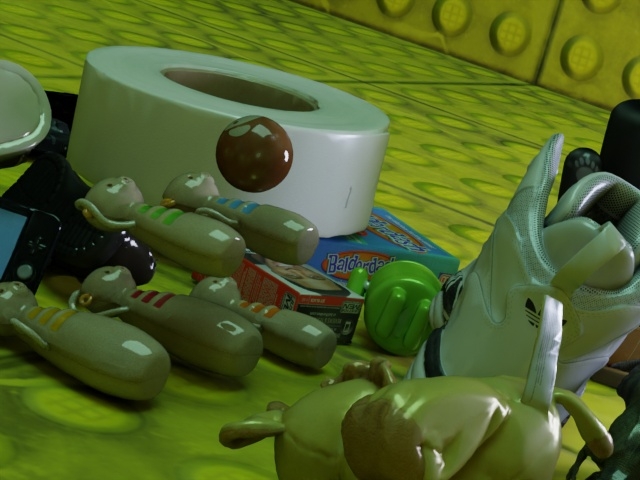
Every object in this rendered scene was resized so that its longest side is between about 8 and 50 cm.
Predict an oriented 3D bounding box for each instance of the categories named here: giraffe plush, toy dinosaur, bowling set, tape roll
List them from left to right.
[{"bbox_3d":[-0.094,-0.006,1.363,0.154,0.200,0.287,21,10,29],"label":"bowling set"},{"bbox_3d":[-0.082,-0.093,1.725,0.286,0.100,0.286,13,13,-3],"label":"tape roll"},{"bbox_3d":[0.037,0.129,1.037,0.170,0.210,0.181,-4,-37,44],"label":"giraffe plush"},{"bbox_3d":[0.223,0.114,1.289,0.064,0.268,0.118,35,-22,5],"label":"toy dinosaur"}]

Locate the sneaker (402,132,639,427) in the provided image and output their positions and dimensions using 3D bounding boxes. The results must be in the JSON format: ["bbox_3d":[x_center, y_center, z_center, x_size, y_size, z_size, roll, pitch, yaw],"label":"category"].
[{"bbox_3d":[0.176,0.030,1.394,0.137,0.210,0.366,34,21,3],"label":"sneaker"}]

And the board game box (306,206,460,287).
[{"bbox_3d":[0.000,0.000,1.756,0.210,0.047,0.160,9,14,-30],"label":"board game box"}]

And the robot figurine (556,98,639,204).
[{"bbox_3d":[0.331,-0.030,1.755,0.209,0.278,0.173,15,15,14],"label":"robot figurine"}]

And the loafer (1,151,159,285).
[{"bbox_3d":[-0.197,-0.005,1.524,0.078,0.080,0.220,46,-6,-31],"label":"loafer"}]

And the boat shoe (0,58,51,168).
[{"bbox_3d":[-0.379,-0.080,1.537,0.324,0.116,0.097,-11,-14,-38],"label":"boat shoe"}]

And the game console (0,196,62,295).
[{"bbox_3d":[-0.266,0.005,1.380,0.122,0.107,0.071,19,-15,10],"label":"game console"}]

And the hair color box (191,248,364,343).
[{"bbox_3d":[-0.036,0.039,1.559,0.072,0.043,0.141,5,17,-41],"label":"hair color box"}]

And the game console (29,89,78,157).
[{"bbox_3d":[-0.286,-0.114,1.917,0.361,0.044,0.213,6,15,-39],"label":"game console"}]

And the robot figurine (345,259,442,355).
[{"bbox_3d":[0.069,0.054,1.565,0.101,0.067,0.115,21,13,-3],"label":"robot figurine"}]

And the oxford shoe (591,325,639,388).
[{"bbox_3d":[0.205,0.070,1.650,0.212,0.076,0.076,14,14,1],"label":"oxford shoe"}]
